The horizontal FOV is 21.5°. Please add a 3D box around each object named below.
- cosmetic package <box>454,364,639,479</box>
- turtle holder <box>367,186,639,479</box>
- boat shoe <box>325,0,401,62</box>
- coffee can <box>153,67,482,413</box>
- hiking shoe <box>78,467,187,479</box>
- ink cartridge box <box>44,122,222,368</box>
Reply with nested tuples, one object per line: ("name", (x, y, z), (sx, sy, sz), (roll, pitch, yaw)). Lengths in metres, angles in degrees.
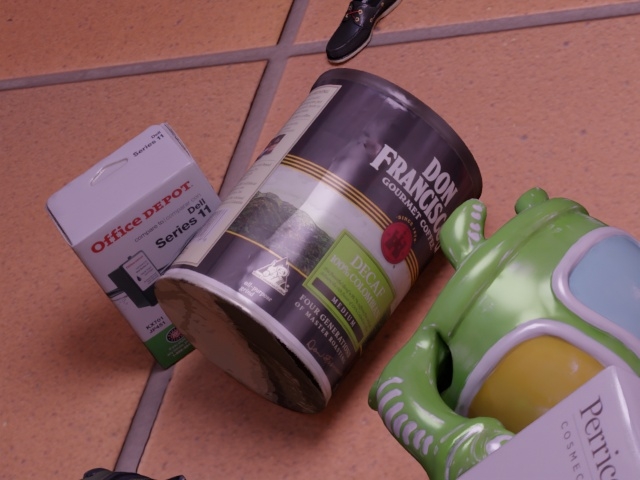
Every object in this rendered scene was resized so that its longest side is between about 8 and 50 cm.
("cosmetic package", (0.112, 0.320, 1.174), (0.453, 0.161, 0.230), (-42, 37, 26))
("turtle holder", (0.184, 0.097, 1.364), (0.227, 0.320, 0.243), (35, 96, 22))
("boat shoe", (0.046, -0.264, 1.974), (0.049, 0.042, 0.133), (23, 66, 40))
("coffee can", (0.000, 0.000, 1.633), (0.201, 0.201, 0.275), (19, 62, 40))
("hiking shoe", (-0.198, 0.303, 1.547), (0.114, 0.086, 0.227), (-8, 46, 28))
("ink cartridge box", (-0.160, 0.006, 1.713), (0.153, 0.208, 0.087), (-36, 42, -4))
